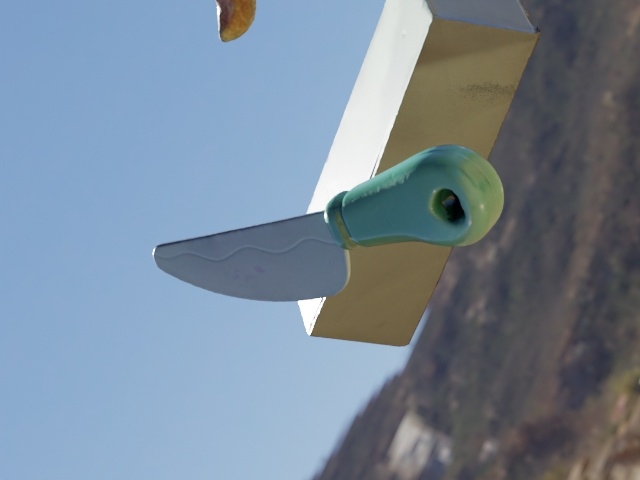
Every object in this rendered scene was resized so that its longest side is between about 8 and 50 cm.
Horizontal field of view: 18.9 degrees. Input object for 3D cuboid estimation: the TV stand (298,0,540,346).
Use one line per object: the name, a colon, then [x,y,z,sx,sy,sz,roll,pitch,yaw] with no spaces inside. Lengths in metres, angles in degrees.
TV stand: [0.060,-0.057,1.335,0.088,0.083,0.269,-106,29,-50]

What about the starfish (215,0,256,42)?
starfish: [-0.025,-0.171,0.593,0.176,0.208,0.053,-42,-5,25]

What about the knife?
knife: [0.001,0.001,1.110,0.260,0.063,0.034,-17,18,43]
